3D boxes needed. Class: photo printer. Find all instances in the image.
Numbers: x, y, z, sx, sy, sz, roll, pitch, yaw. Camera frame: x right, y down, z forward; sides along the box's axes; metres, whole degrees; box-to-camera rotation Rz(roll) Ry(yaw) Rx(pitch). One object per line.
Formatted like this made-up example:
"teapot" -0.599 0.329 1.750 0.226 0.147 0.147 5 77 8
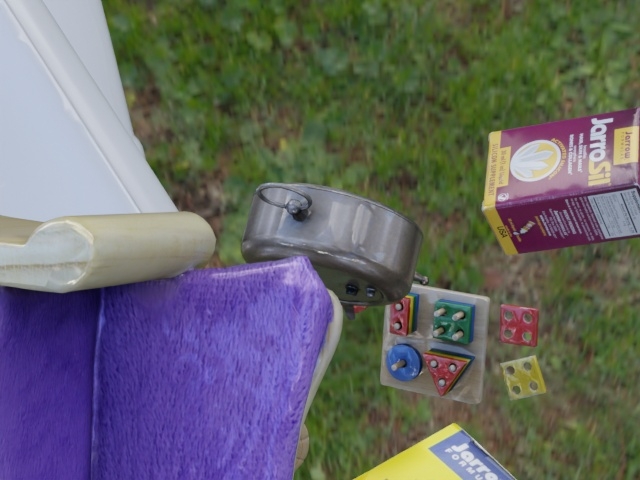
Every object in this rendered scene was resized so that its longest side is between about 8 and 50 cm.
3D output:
"photo printer" -0.266 -0.045 1.225 0.256 0.107 0.308 -32 90 9

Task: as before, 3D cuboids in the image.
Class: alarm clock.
"alarm clock" 0.000 0.000 1.226 0.129 0.192 0.064 8 70 24

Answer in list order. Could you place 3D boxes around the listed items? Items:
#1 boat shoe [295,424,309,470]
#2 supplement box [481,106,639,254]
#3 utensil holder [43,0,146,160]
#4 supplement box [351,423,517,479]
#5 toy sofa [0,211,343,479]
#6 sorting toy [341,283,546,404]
"boat shoe" -0.145 0.283 1.970 0.285 0.103 0.092 -32 32 -24
"supplement box" 0.130 -0.030 0.879 0.083 0.043 0.055 -9 49 22
"utensil holder" -0.389 -0.225 1.807 0.327 0.327 0.386 -14 98 -3
"supplement box" 0.094 0.387 1.603 0.195 0.357 0.194 -24 50 -35
"toy sofa" -0.109 0.167 0.674 0.177 0.150 0.363 8 93 15
"sorting toy" 0.138 0.127 2.033 0.274 0.046 0.132 10 104 26
